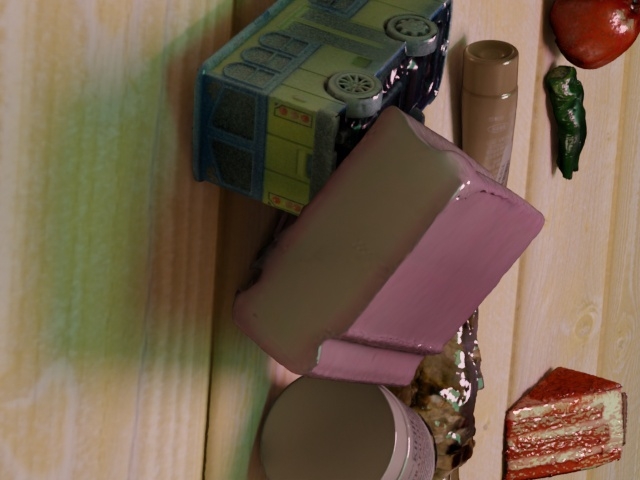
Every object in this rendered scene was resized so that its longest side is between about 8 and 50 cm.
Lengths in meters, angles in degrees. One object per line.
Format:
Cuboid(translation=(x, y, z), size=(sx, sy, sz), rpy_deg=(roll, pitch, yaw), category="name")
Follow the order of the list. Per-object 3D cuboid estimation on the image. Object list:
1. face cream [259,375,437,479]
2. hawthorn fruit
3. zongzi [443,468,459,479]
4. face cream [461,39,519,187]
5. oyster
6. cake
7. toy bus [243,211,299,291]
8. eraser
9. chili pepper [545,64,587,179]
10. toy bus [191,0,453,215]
Cuboid(translation=(0.036, 0.255, 1.622), size=(0.153, 0.177, 0.177), rpy_deg=(40, 62, -58), category="face cream")
Cuboid(translation=(0.489, -0.381, 2.295), size=(0.157, 0.194, 0.156), rpy_deg=(26, 57, -47), category="hawthorn fruit")
Cuboid(translation=(0.133, 0.346, 1.941), size=(0.178, 0.081, 0.188), rpy_deg=(-10, 100, -50), category="zongzi")
Cuboid(translation=(0.254, -0.136, 2.053), size=(0.137, 0.084, 0.341), rpy_deg=(-45, 142, -46), category="face cream")
Cuboid(translation=(0.163, 0.180, 1.873), size=(0.198, 0.133, 0.336), rpy_deg=(6, 88, -62), category="oyster")
Cuboid(translation=(0.408, 0.330, 2.457), size=(0.262, 0.160, 0.158), rpy_deg=(-6, 104, -26), category="cake")
Cuboid(translation=(-0.001, 0.000, 1.594), size=(0.112, 0.090, 0.274), rpy_deg=(71, 38, -53), category="toy bus")
Cuboid(translation=(0.085, 0.023, 1.421), size=(0.272, 0.122, 0.359), rpy_deg=(-49, 161, 7), category="eraser")
Cuboid(translation=(0.445, -0.208, 2.391), size=(0.098, 0.061, 0.224), rpy_deg=(-59, 142, -48), category="chili pepper")
Cuboid(translation=(0.010, -0.169, 1.460), size=(0.312, 0.190, 0.152), rpy_deg=(-49, 152, -45), category="toy bus")
